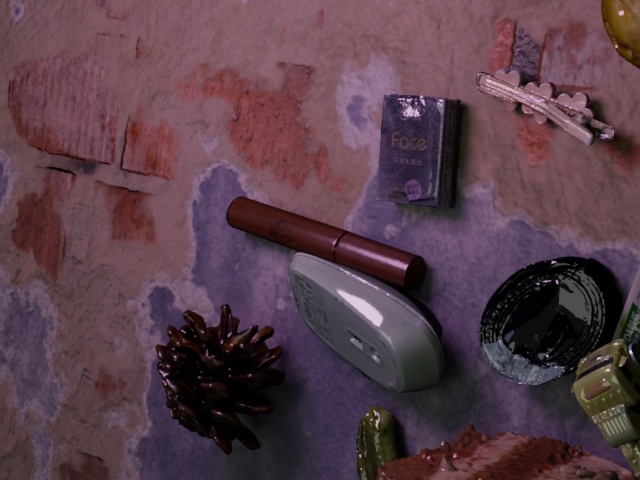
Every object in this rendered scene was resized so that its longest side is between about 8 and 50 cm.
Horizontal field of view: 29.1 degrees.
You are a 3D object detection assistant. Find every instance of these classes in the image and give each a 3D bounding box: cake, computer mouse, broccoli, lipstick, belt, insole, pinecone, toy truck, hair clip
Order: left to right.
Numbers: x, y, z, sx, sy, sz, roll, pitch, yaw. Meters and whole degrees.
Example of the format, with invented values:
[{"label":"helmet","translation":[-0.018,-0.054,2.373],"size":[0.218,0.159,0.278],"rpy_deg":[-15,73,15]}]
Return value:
[{"label":"pinecone","translation":[-0.150,0.205,1.891],"size":[0.202,0.229,0.201],"rpy_deg":[24,78,36]},{"label":"lipstick","translation":[0.000,0.000,1.855],"size":[0.357,0.057,0.057],"rpy_deg":[19,104,36]},{"label":"computer mouse","translation":[0.071,0.109,1.773],"size":[0.288,0.097,0.159],"rpy_deg":[35,151,42]},{"label":"broccoli","translation":[0.092,0.391,1.771],"size":[0.165,0.145,0.304],"rpy_deg":[-15,71,34]},{"label":"insole","translation":[0.126,0.098,1.794],"size":[0.135,0.002,0.045],"rpy_deg":[39,115,30]},{"label":"cake","translation":[0.242,0.393,1.546],"size":[0.290,0.256,0.282],"rpy_deg":[3,103,38]},{"label":"hair clip","translation":[0.297,-0.179,1.616],"size":[0.214,0.056,0.062],"rpy_deg":[37,131,40]},{"label":"belt","translation":[0.299,0.109,1.611],"size":[0.198,0.078,0.151],"rpy_deg":[-41,72,30]},{"label":"toy truck","translation":[0.385,0.226,1.500],"size":[0.085,0.116,0.191],"rpy_deg":[-34,94,33]}]

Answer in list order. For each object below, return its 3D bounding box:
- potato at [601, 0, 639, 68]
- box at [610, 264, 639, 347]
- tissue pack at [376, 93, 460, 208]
[{"label":"potato","translation":[0.413,-0.322,1.390],"size":[0.196,0.246,0.299],"rpy_deg":[-6,86,30]},{"label":"box","translation":[0.413,0.068,1.541],"size":[0.050,0.041,0.207],"rpy_deg":[26,109,30]},{"label":"tissue pack","translation":[0.137,-0.127,1.741],"size":[0.112,0.051,0.156],"rpy_deg":[10,99,39]}]
